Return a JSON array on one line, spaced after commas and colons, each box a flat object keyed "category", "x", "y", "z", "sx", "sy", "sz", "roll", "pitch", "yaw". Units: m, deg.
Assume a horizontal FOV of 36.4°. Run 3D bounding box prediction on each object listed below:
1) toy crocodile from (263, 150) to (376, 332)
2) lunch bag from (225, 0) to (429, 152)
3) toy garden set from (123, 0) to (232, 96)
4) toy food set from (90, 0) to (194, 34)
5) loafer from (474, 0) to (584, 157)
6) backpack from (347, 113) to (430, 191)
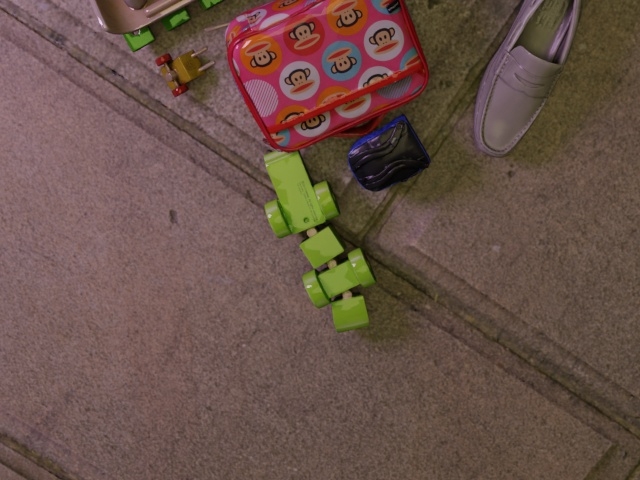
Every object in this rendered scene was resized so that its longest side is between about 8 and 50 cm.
[{"category": "toy crocodile", "x": 0.000, "y": 0.000, "z": 1.638, "sx": 0.115, "sy": 0.105, "sz": 0.340, "roll": -26, "pitch": 97, "yaw": 7}, {"category": "lunch bag", "x": 0.015, "y": -0.274, "z": 1.548, "sx": 0.293, "sy": 0.120, "sz": 0.258, "roll": -24, "pitch": 121, "yaw": 5}, {"category": "toy garden set", "x": -0.199, "y": -0.371, "z": 1.576, "sx": 0.244, "sy": 0.049, "sz": 0.203, "roll": -28, "pitch": 99, "yaw": 6}, {"category": "toy food set", "x": -0.237, "y": -0.481, "z": 1.489, "sx": 0.306, "sy": 0.092, "sz": 0.219, "roll": -26, "pitch": 80, "yaw": 6}, {"category": "loafer", "x": 0.331, "y": -0.283, "z": 1.554, "sx": 0.112, "sy": 0.111, "sz": 0.319, "roll": 18, "pitch": 102, "yaw": -3}, {"category": "backpack", "x": 0.109, "y": -0.137, "z": 1.596, "sx": 0.120, "sy": 0.101, "sz": 0.098, "roll": -30, "pitch": 99, "yaw": 11}]
